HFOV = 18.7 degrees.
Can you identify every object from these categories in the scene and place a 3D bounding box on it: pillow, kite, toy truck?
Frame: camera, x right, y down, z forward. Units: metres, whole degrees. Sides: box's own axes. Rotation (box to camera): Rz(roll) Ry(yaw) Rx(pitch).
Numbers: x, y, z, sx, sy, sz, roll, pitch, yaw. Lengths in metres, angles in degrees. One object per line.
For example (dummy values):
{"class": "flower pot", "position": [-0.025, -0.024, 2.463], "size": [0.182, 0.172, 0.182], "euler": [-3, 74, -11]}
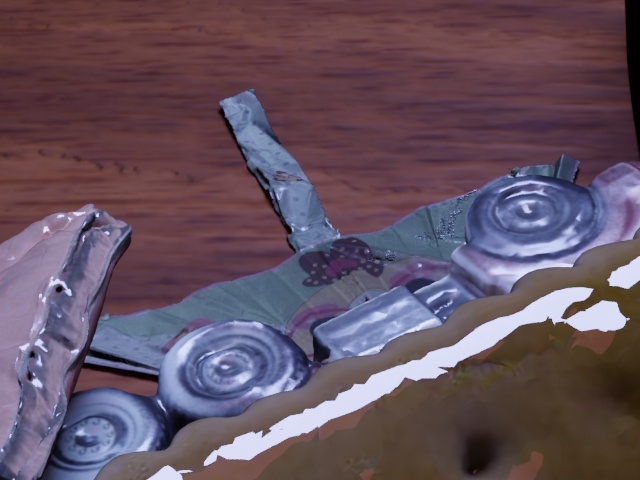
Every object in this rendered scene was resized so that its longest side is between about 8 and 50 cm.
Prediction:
{"class": "pillow", "position": [-0.142, 0.079, 0.556], "size": [0.232, 0.043, 0.126], "euler": [-35, 25, 33]}
{"class": "kite", "position": [0.000, 0.001, 0.768], "size": [0.229, 0.012, 0.250], "euler": [-18, 35, -15]}
{"class": "toy truck", "position": [0.022, 0.082, 0.561], "size": [0.270, 0.114, 0.135], "euler": [-26, 43, -20]}

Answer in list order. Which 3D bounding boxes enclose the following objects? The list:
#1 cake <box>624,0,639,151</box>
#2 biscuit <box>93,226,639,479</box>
{"class": "cake", "position": [0.208, -0.124, 0.751], "size": [0.178, 0.185, 0.208], "euler": [-4, 26, 3]}
{"class": "biscuit", "position": [0.098, 0.100, 0.476], "size": [0.324, 0.044, 0.217], "euler": [-22, 80, -19]}
